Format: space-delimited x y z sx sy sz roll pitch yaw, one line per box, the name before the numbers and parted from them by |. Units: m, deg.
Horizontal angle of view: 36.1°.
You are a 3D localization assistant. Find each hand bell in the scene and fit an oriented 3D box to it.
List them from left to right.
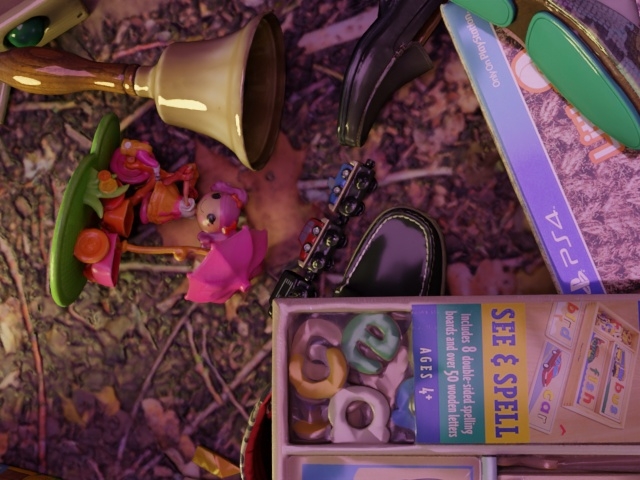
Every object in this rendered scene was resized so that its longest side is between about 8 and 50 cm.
hand bell | -0.160 -0.130 0.799 0.242 0.126 0.126 6 90 11

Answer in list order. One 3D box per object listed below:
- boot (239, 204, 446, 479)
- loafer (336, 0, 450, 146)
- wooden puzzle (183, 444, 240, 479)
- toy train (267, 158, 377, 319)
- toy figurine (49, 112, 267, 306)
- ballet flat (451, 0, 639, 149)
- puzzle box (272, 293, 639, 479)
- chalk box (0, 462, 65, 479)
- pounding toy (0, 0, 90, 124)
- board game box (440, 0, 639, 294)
boot | 0.023 0.086 0.727 0.085 0.178 0.236 22 95 13
loafer | 0.062 -0.150 0.786 0.061 0.062 0.170 23 95 9
wooden puzzle | -0.088 0.240 0.838 0.079 0.014 0.116 15 92 18
toy train | 0.000 0.000 0.815 0.036 0.027 0.158 31 97 24
toy figurine | -0.121 -0.013 0.819 0.159 0.130 0.173 11 67 1
ballet flat | 0.143 -0.153 0.618 0.221 0.077 0.079 41 78 12
puzzle box | 0.107 0.235 0.594 0.272 0.052 0.408 -1 85 5
chalk box | -0.294 0.267 0.828 0.213 0.132 0.132 10 91 13
pounding toy | -0.282 -0.203 0.865 0.130 0.100 0.141 -33 83 -3
board game box | 0.267 -0.108 0.690 0.291 0.141 0.232 -23 83 12
